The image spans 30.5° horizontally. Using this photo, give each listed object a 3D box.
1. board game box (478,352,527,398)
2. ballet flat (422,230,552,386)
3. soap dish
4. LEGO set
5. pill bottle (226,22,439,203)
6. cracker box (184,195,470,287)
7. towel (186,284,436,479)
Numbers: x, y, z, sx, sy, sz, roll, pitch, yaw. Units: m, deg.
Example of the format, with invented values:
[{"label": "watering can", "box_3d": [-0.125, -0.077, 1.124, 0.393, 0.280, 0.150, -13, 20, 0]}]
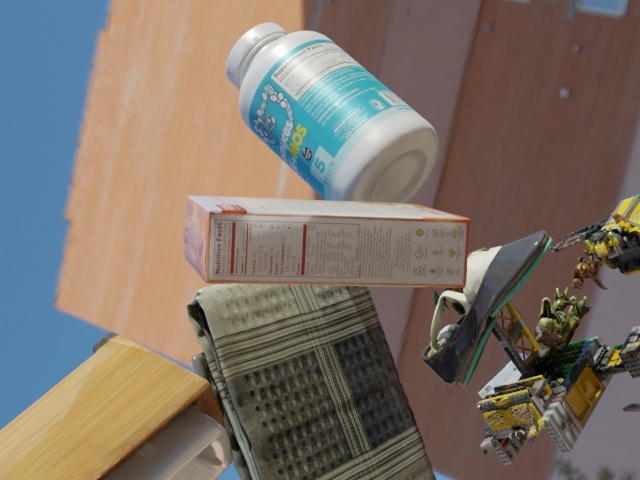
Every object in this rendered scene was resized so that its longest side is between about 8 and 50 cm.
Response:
[{"label": "board game box", "box_3d": [0.282, 0.222, 1.662, 0.020, 0.090, 0.090, 5, -47, -51]}, {"label": "ballet flat", "box_3d": [0.157, 0.061, 1.179, 0.074, 0.074, 0.203, -22, -35, -49]}, {"label": "soap dish", "box_3d": [-0.206, 0.207, 0.916, 0.291, 0.118, 0.229, -39, -12, -13]}, {"label": "LEGO set", "box_3d": [0.268, 0.113, 1.292, 0.192, 0.331, 0.255, -45, -66, -44]}, {"label": "pill bottle", "box_3d": [0.004, -0.148, 1.384, 0.146, 0.264, 0.146, -33, -30, -23]}, {"label": "cracker box", "box_3d": [0.000, 0.000, 1.065, 0.232, 0.156, 0.067, 2, -84, -13]}, {"label": "towel", "box_3d": [-0.007, 0.180, 1.295, 0.324, 0.056, 0.312, -12, -100, -56]}]
